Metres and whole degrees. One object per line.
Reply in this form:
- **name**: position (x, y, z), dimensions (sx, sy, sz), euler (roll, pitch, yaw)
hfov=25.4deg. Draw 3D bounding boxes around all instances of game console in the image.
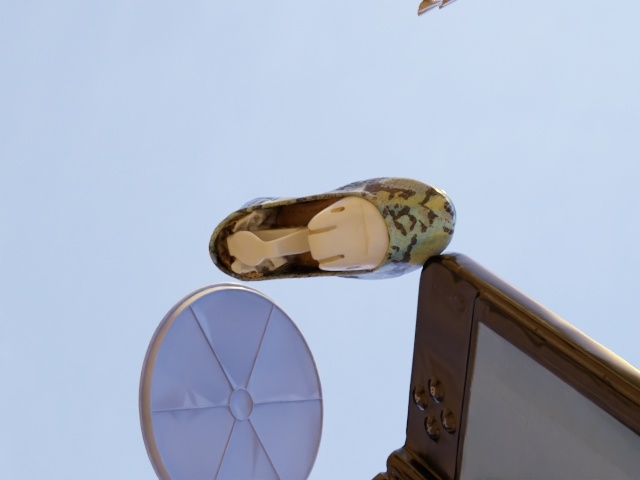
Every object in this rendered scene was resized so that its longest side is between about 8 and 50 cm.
- **game console**: position (0.085, 0.184, 0.794), dimensions (0.293, 0.173, 0.250), euler (36, -48, 46)

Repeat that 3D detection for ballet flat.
- **ballet flat**: position (0.000, 0.000, 0.909), dimensions (0.188, 0.070, 0.070), euler (-10, -107, 44)

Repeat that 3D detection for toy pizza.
- **toy pizza**: position (-0.074, 0.135, 1.159), dimensions (0.032, 0.201, 0.201), euler (-11, -109, 43)

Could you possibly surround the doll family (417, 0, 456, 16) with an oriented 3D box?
- **doll family**: position (0.086, -0.250, 1.145), dimensions (0.111, 0.076, 0.193), euler (61, -13, -1)
